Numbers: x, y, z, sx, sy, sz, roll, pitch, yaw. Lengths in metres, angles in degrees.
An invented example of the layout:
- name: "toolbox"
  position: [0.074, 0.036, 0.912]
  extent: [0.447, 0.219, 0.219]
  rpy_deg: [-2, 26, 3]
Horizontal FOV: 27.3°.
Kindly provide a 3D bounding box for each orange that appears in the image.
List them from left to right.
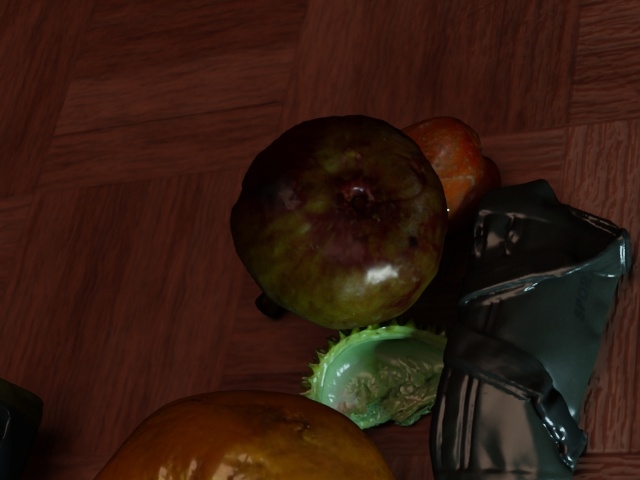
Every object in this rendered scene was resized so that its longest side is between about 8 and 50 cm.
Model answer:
- name: "orange"
  position: [-0.065, 0.257, 1.062]
  extent: [0.283, 0.226, 0.284]
  rpy_deg: [-12, 55, 19]

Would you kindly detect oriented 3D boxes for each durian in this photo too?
- name: "durian"
  position: [0.043, 0.125, 1.187]
  extent: [0.215, 0.086, 0.100]
  rpy_deg: [-27, 64, 9]

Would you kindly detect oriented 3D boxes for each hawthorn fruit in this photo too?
- name: "hawthorn fruit"
  position: [0.108, -0.056, 1.241]
  extent: [0.128, 0.128, 0.128]
  rpy_deg: [-16, 54, 22]

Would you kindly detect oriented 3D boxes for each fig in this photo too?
- name: "fig"
  position: [-0.020, 0.012, 1.167]
  extent: [0.290, 0.190, 0.191]
  rpy_deg: [-35, 43, 41]

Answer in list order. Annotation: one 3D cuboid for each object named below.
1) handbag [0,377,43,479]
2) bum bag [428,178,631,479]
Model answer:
- name: "handbag"
  position: [-0.425, 0.233, 1.277]
  extent: [0.222, 0.263, 0.241]
  rpy_deg: [-14, 55, 41]
- name: "bum bag"
  position: [0.177, 0.087, 1.114]
  extent: [0.142, 0.080, 0.326]
  rpy_deg: [7, 66, 18]
